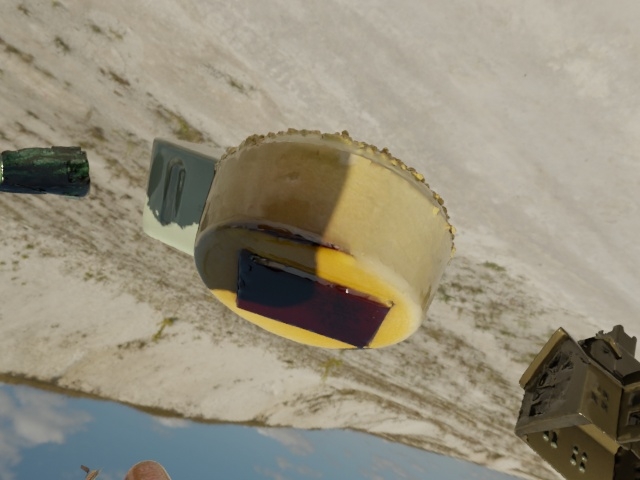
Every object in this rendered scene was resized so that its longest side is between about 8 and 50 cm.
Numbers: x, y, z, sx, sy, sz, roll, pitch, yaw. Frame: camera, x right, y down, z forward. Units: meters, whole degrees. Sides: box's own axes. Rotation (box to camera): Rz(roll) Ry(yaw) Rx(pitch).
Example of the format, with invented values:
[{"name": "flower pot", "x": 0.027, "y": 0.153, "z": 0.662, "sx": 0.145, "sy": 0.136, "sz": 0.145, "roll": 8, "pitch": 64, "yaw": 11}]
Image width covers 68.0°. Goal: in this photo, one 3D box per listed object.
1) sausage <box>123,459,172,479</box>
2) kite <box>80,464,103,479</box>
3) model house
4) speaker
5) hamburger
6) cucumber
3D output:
[{"name": "sausage", "x": -0.135, "y": 0.280, "z": 0.430, "sx": 0.053, "sy": 0.053, "sz": 0.348, "roll": 32, "pitch": 165, "yaw": -26}, {"name": "kite", "x": -0.413, "y": 0.425, "z": 0.801, "sx": 0.016, "sy": 0.127, "sz": 0.229, "roll": 44, "pitch": 153, "yaw": -12}, {"name": "model house", "x": 0.438, "y": 0.216, "z": 0.686, "sx": 0.211, "sy": 0.243, "sz": 0.204, "roll": 40, "pitch": 141, "yaw": -1}, {"name": "speaker", "x": -0.134, "y": -0.046, "z": 0.877, "sx": 0.406, "sy": 0.184, "sz": 0.183, "roll": 21, "pitch": -167, "yaw": 21}, {"name": "hamburger", "x": 0.000, "y": 0.000, "z": 0.540, "sx": 0.302, "sy": 0.170, "sz": 0.302, "roll": 13, "pitch": 147, "yaw": 9}, {"name": "cucumber", "x": -0.487, "y": -0.118, "z": 0.859, "sx": 0.115, "sy": 0.085, "sz": 0.193, "roll": -18, "pitch": 172, "yaw": 32}]
